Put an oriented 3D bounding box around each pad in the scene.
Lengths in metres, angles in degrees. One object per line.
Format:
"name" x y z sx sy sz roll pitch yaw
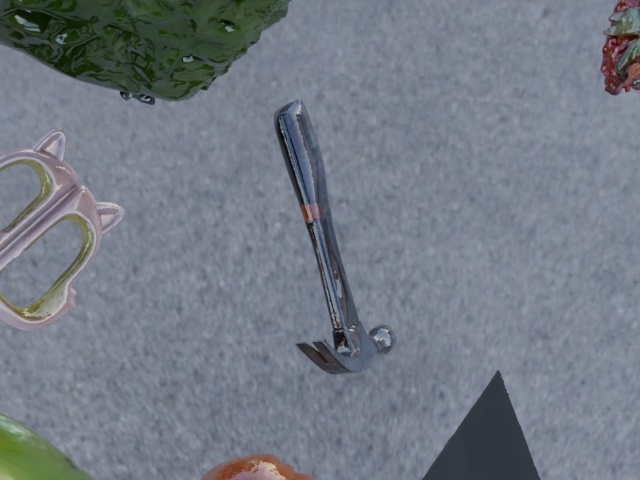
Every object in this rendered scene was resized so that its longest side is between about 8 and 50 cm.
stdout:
"pad" 0.089 0.160 0.603 0.004 0.193 0.116 -9 62 -14

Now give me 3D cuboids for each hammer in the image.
"hammer" 0.000 0.000 1.142 0.037 0.290 0.137 -11 8 34

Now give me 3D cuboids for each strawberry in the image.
"strawberry" 0.342 -0.215 1.132 0.167 0.208 0.087 -46 75 9

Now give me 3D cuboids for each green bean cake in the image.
"green bean cake" -0.152 -0.229 0.807 0.250 0.247 0.156 17 62 -29

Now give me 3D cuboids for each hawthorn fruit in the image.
"hawthorn fruit" -0.109 0.442 1.608 0.224 0.224 0.261 28 55 19

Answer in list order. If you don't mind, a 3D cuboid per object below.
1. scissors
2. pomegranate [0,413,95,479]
"scissors" -0.296 0.044 0.882 0.317 0.160 0.024 -45 27 -24
"pomegranate" -0.135 0.166 0.348 0.236 0.236 0.302 -49 25 -24
